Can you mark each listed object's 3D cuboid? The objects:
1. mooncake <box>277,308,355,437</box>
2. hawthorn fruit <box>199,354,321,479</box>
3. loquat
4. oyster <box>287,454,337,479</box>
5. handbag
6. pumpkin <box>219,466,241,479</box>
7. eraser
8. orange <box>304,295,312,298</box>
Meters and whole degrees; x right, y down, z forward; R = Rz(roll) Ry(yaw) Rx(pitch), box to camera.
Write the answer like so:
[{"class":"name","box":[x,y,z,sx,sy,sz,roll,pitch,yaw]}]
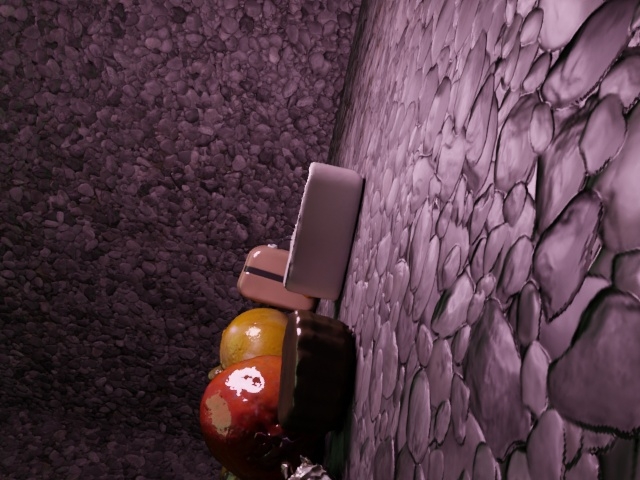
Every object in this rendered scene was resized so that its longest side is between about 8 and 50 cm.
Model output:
[{"class":"mooncake","box":[-0.010,0.249,0.933,0.228,0.124,0.229,-170,90,-81]},{"class":"hawthorn fruit","box":[-0.111,0.408,1.068,0.307,0.275,0.276,26,106,59]},{"class":"loquat","box":[-0.222,0.407,1.726,0.328,0.359,0.329,55,158,35]},{"class":"oyster","box":[-0.008,0.392,0.735,0.199,0.086,0.252,-98,10,-48]},{"class":"handbag","box":[-0.138,0.117,1.832,0.149,0.301,0.284,140,147,-80]},{"class":"pumpkin","box":[-0.130,0.641,1.316,0.139,0.280,0.190,-94,-18,-73]},{"class":"eraser","box":[0.000,0.000,1.277,0.331,0.149,0.332,-166,90,-86]},{"class":"orange","box":[-0.032,0.163,1.717,0.083,0.083,0.084,-169,90,-86]}]
